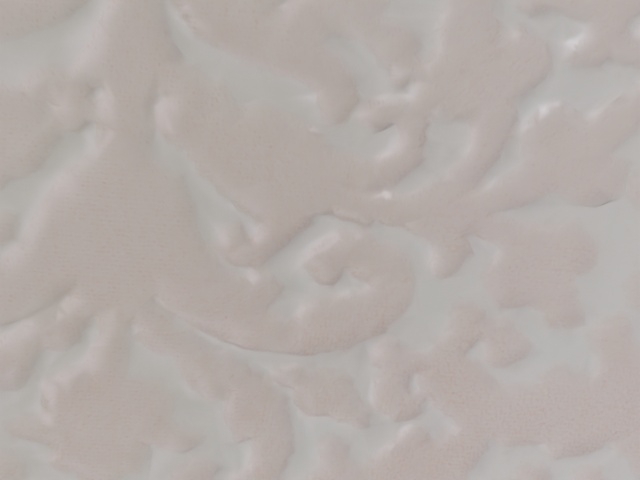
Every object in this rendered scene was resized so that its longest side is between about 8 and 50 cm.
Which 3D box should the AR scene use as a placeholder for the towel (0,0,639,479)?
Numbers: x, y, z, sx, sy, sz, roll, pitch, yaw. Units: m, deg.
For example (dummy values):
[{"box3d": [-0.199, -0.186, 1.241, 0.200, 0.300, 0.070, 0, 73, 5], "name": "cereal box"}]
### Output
[{"box3d": [0.000, 0.000, 0.513, 0.331, 0.317, 0.053, 3, -153, -11], "name": "towel"}]
